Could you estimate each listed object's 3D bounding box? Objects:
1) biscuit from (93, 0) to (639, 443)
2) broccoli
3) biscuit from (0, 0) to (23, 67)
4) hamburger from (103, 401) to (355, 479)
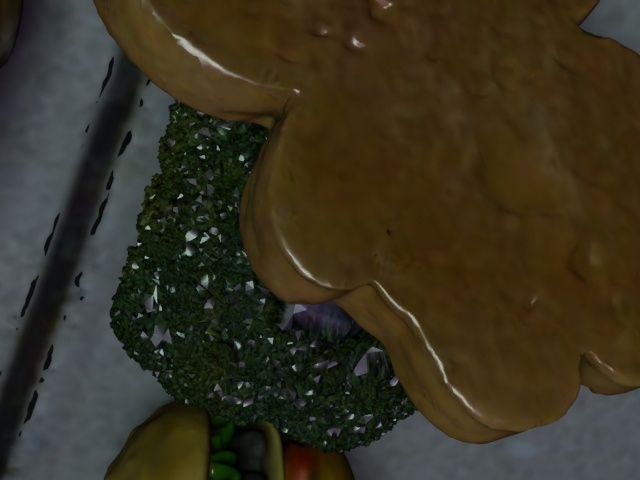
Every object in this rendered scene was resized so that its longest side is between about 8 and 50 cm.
[{"bbox_3d":[0.032,-0.073,0.453,0.202,0.044,0.289,-22,82,-26],"label":"biscuit"},{"bbox_3d":[0.000,0.000,0.505,0.145,0.138,0.162,20,105,-7],"label":"broccoli"},{"bbox_3d":[-0.310,-0.075,0.439,0.366,0.115,0.268,27,75,-9],"label":"biscuit"},{"bbox_3d":[-0.044,0.148,0.552,0.115,0.162,0.162,12,110,-8],"label":"hamburger"}]
